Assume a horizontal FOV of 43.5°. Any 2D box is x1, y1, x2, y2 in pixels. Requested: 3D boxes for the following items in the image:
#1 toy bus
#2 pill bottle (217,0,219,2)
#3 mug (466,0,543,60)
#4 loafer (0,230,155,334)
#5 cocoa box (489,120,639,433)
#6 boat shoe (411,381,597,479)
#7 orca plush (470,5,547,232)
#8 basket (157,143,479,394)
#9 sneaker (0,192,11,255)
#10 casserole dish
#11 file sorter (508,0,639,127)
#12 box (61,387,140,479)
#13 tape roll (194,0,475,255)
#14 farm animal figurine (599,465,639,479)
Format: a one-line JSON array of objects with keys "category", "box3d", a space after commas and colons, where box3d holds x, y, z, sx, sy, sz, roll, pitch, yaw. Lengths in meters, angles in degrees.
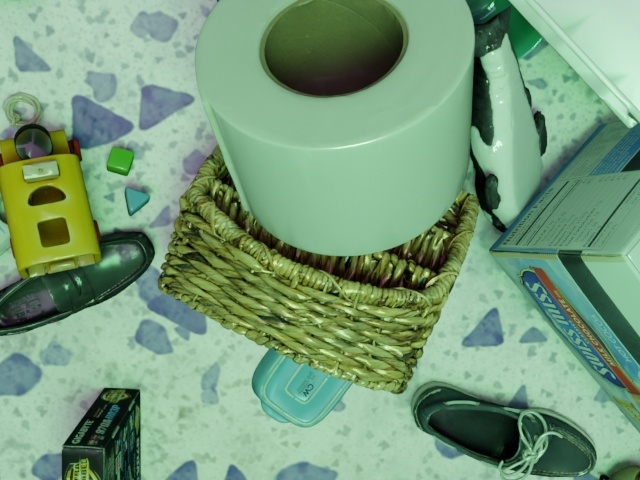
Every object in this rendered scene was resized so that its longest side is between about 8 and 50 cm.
[{"category": "toy bus", "box3d": [-0.306, -0.059, 0.889, 0.202, 0.104, 0.191, 31, 73, -8]}, {"category": "pill bottle", "box3d": [-0.063, -0.292, 0.885, 0.111, 0.112, 0.187, -10, 101, 0]}, {"category": "mug", "box3d": [0.195, -0.270, 0.899, 0.157, 0.097, 0.130, 0, 131, -26]}, {"category": "loafer", "box3d": [-0.302, 0.057, 0.958, 0.223, 0.078, 0.076, -25, 101, 3]}, {"category": "cocoa box", "box3d": [0.407, 0.057, 0.872, 0.231, 0.228, 0.347, -46, 105, -15]}, {"category": "boat shoe", "box3d": [0.239, 0.249, 1.016, 0.254, 0.079, 0.095, 24, 99, -7]}, {"category": "orca plush", "box3d": [0.176, -0.121, 0.911, 0.151, 0.102, 0.287, -63, 142, -21]}, {"category": "basket", "box3d": [0.000, 0.000, 0.867, 0.299, 0.213, 0.223, 24, 99, 7]}, {"category": "sneaker", "box3d": [-0.419, -0.065, 0.944, 0.082, 0.071, 0.191, -34, 104, -9]}, {"category": "casserole dish", "box3d": [-0.007, 0.158, 1.012, 0.114, 0.037, 0.188, 36, 98, -8]}, {"category": "file sorter", "box3d": [0.326, -0.259, 0.707, 0.277, 0.173, 0.193, -43, 88, 19]}, {"category": "box", "box3d": [-0.258, 0.311, 0.959, 0.051, 0.175, 0.221, 3, 101, 0]}, {"category": "tape roll", "box3d": [0.020, -0.130, 0.755, 0.246, 0.169, 0.246, -4, 58, 7]}, {"category": "farm animal figurine", "box3d": [0.479, 0.411, 1.020, 0.330, 0.172, 0.327, -43, 85, 6]}]
